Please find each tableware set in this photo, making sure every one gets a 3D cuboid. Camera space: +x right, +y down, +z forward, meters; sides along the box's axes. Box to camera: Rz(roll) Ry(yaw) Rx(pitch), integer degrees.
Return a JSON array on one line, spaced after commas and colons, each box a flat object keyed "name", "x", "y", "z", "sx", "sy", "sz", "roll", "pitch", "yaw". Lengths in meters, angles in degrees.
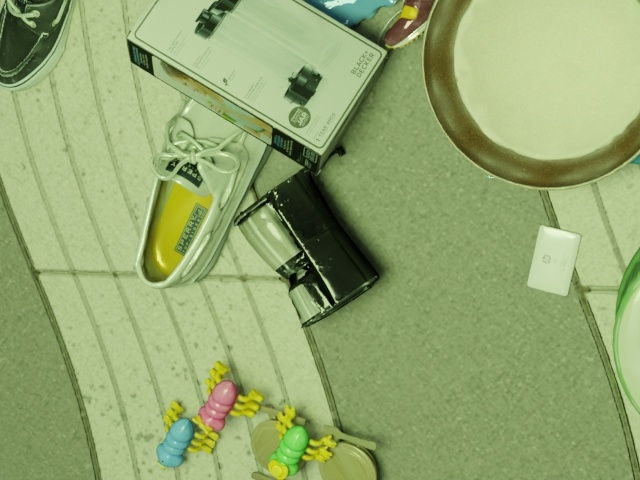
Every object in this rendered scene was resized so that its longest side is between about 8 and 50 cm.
[{"name": "tableware set", "x": -0.005, "y": 0.296, "z": 1.974, "sx": 0.194, "sy": 0.039, "sz": 0.128, "roll": 16, "pitch": 117, "yaw": 23}]

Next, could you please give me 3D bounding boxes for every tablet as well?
[{"name": "tablet", "x": 0.298, "y": 0.026, "z": 1.828, "sx": 0.054, "sy": 0.006, "sz": 0.083, "roll": 15, "pitch": 104, "yaw": 17}]

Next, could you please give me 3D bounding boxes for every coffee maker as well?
[{"name": "coffee maker", "x": 0.000, "y": 0.000, "z": 1.871, "sx": 0.171, "sy": 0.120, "sz": 0.178, "roll": -37, "pitch": 87, "yaw": 21}]

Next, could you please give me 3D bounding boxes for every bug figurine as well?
[{"name": "bug figurine", "x": -0.109, "y": 0.297, "z": 1.963, "sx": 0.279, "sy": 0.072, "sz": 0.216, "roll": 33, "pitch": 123, "yaw": 15}]

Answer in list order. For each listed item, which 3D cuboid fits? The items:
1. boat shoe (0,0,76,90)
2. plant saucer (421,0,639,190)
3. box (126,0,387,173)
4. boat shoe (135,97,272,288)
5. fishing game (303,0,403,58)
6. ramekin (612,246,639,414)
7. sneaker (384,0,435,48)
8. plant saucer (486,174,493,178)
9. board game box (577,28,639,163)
[{"name": "boat shoe", "x": -0.385, "y": -0.335, "z": 1.956, "sx": 0.108, "sy": 0.102, "sz": 0.301, "roll": 39, "pitch": 110, "yaw": 9}, {"name": "plant saucer", "x": 0.276, "y": -0.216, "z": 1.717, "sx": 0.310, "sy": 0.050, "sz": 0.311, "roll": 4, "pitch": 101, "yaw": 21}, {"name": "box", "x": -0.081, "y": -0.235, "z": 1.816, "sx": 0.290, "sy": 0.087, "sz": 0.169, "roll": 30, "pitch": 76, "yaw": 3}, {"name": "boat shoe", "x": -0.165, "y": -0.100, "z": 1.889, "sx": 0.135, "sy": 0.156, "sz": 0.367, "roll": 28, "pitch": 106, "yaw": 12}, {"name": "fishing game", "x": 0.027, "y": -0.363, "z": 1.827, "sx": 0.264, "sy": 0.041, "sz": 0.189, "roll": 41, "pitch": 110, "yaw": -7}, {"name": "ramekin", "x": 0.492, "y": 0.113, "z": 1.697, "sx": 0.303, "sy": 0.148, "sz": 0.304, "roll": 4, "pitch": 101, "yaw": 19}, {"name": "sneaker", "x": 0.130, "y": -0.323, "z": 1.774, "sx": 0.084, "sy": 0.069, "sz": 0.185, "roll": 42, "pitch": 100, "yaw": -11}, {"name": "plant saucer", "x": 0.240, "y": -0.175, "z": 1.805, "sx": 0.067, "sy": 0.018, "sz": 0.192, "roll": 0, "pitch": 101, "yaw": 20}, {"name": "board game box", "x": 0.425, "y": -0.168, "z": 1.723, "sx": 0.210, "sy": 0.047, "sz": 0.160, "roll": 9, "pitch": 103, "yaw": 18}]
